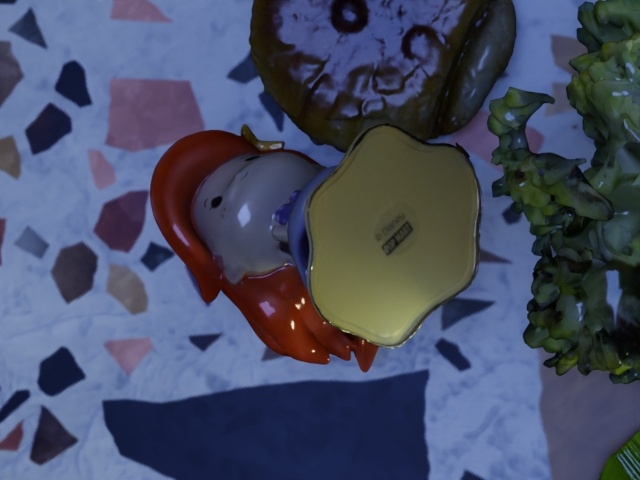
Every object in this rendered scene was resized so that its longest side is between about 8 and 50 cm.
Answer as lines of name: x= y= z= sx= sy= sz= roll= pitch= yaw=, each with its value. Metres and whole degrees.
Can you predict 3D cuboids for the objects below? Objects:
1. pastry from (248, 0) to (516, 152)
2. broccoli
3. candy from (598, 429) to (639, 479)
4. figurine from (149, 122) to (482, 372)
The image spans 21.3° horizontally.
pastry: x=0.042 y=-0.182 z=1.372 sx=0.229 sy=0.100 sz=0.218 roll=43 pitch=95 yaw=8
broccoli: x=0.290 y=-0.029 z=1.260 sx=0.324 sy=0.272 sz=0.334 roll=27 pitch=90 yaw=29
candy: x=0.214 y=0.284 z=1.340 sx=0.246 sy=0.069 sz=0.149 roll=-45 pitch=76 yaw=11
figurine: x=-0.007 y=0.004 z=1.323 sx=0.208 sy=0.257 sz=0.181 roll=13 pitch=86 yaw=-31
